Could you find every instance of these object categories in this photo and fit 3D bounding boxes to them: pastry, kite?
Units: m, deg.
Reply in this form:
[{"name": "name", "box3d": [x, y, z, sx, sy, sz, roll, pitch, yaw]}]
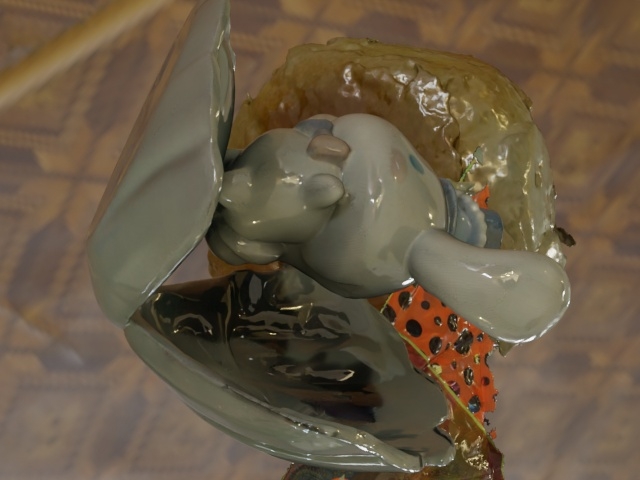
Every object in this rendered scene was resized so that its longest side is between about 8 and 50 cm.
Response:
[{"name": "pastry", "box3d": [0.023, -0.009, 0.788, 0.153, 0.153, 0.081, -62, 163, 19]}, {"name": "kite", "box3d": [0.017, 0.086, 0.581, 0.125, 0.008, 0.222, -7, 92, -42]}]

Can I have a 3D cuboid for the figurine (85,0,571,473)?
[{"name": "figurine", "box3d": [0.000, 0.000, 0.396, 0.086, 0.094, 0.082, 23, 109, -9]}]
